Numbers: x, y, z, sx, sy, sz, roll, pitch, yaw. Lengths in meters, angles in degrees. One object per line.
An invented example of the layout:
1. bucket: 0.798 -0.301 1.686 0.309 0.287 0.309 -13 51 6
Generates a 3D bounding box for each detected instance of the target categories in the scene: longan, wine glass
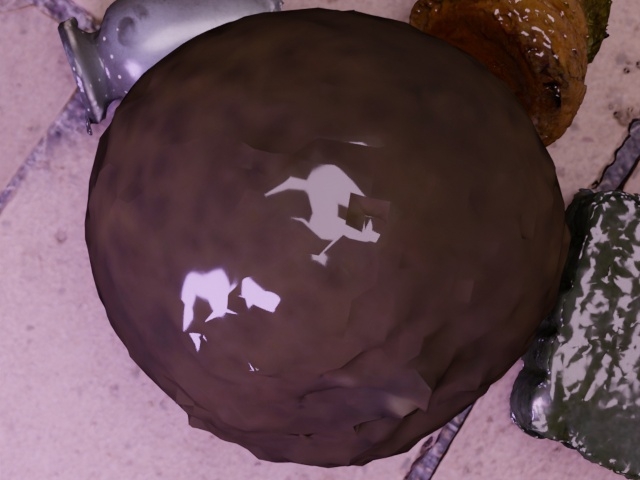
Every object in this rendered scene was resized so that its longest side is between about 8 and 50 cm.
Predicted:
1. longan: 0.000 0.000 1.224 0.391 0.391 0.391 0 88 -8
2. wine glass: -0.129 -0.178 1.349 0.204 0.111 0.111 -20 91 -5

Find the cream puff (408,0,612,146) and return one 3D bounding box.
1. cream puff: 0.195 -0.191 1.388 0.169 0.183 0.183 -39 94 -34

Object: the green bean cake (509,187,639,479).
1. green bean cake: 0.317 0.097 1.395 0.241 0.132 0.255 15 87 -7
